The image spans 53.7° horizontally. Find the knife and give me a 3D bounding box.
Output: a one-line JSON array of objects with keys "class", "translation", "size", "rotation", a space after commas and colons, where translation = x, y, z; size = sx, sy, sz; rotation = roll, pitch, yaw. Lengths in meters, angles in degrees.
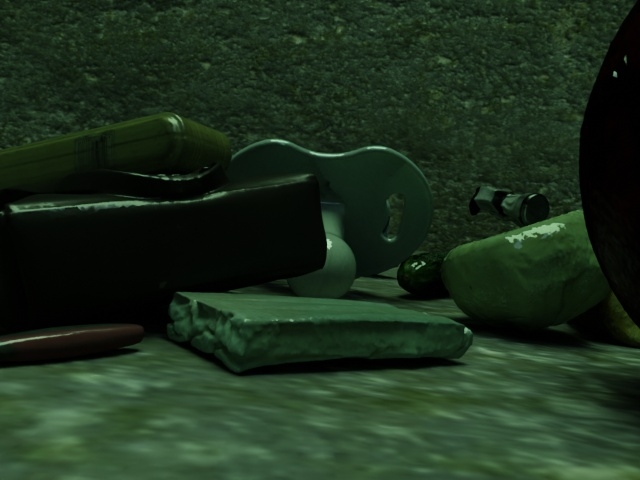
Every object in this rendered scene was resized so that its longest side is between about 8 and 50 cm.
[{"class": "knife", "translation": [-0.208, 0.059, 0.343], "size": [0.035, 0.018, 0.247], "rotation": [12, 7, 44]}]

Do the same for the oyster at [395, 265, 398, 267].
[{"class": "oyster", "translation": [-0.003, 0.027, 1.284], "size": [0.345, 0.078, 0.128], "rotation": [5, -19, 21]}]

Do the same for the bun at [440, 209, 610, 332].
[{"class": "bun", "translation": [0.235, 0.041, 0.713], "size": [0.196, 0.118, 0.195], "rotation": [-19, -1, 0]}]

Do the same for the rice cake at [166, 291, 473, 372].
[{"class": "rice cake", "translation": [0.005, 0.067, 0.486], "size": [0.211, 0.038, 0.124], "rotation": [5, 2, -37]}]

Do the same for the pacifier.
[{"class": "pacifier", "translation": [0.000, 0.000, 0.820], "size": [0.300, 0.244, 0.233], "rotation": [3, 33, -1]}]

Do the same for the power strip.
[{"class": "power strip", "translation": [-0.275, -0.076, 0.679], "size": [0.388, 0.066, 0.092], "rotation": [-7, -7, 27]}]

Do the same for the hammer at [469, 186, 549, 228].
[{"class": "hammer", "translation": [0.388, 0.030, 0.931], "size": [0.427, 0.044, 0.152], "rotation": [29, -1, -25]}]

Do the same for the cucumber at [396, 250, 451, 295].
[{"class": "cucumber", "translation": [0.184, 0.051, 1.003], "size": [0.075, 0.074, 0.241], "rotation": [8, 3, 34]}]

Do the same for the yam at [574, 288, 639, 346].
[{"class": "yam", "translation": [0.349, 0.075, 0.856], "size": [0.081, 0.081, 0.357], "rotation": [6, 1, 2]}]

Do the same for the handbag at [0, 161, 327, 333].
[{"class": "handbag", "translation": [-0.170, -0.005, 0.573], "size": [0.285, 0.113, 0.257], "rotation": [-10, 6, -39]}]

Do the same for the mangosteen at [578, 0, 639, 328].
[{"class": "mangosteen", "translation": [0.385, -0.045, 0.375], "size": [0.421, 0.380, 0.381], "rotation": [20, 11, 41]}]
